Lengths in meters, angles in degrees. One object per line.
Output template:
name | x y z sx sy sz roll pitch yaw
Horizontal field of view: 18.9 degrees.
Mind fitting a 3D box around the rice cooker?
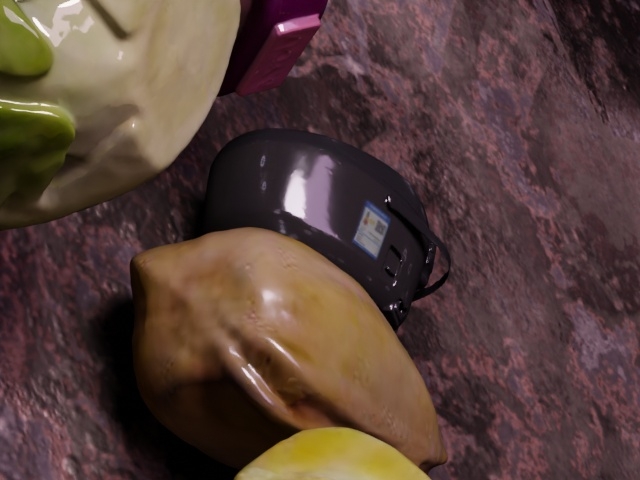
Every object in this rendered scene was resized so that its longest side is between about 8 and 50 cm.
rice cooker | 0.001 0.000 1.453 0.203 0.142 0.118 35 52 -27

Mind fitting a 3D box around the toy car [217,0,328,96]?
toy car | -0.160 -0.250 1.372 0.240 0.271 0.341 -19 69 -34

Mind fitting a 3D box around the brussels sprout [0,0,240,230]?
brussels sprout | -0.235 -0.145 1.173 0.354 0.289 0.281 12 33 9

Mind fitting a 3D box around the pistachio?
pistachio | -0.024 0.093 1.356 0.260 0.163 0.213 43 0 -43

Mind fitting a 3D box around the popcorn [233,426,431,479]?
popcorn | -0.004 0.300 1.187 0.334 0.292 0.294 -39 139 -52
